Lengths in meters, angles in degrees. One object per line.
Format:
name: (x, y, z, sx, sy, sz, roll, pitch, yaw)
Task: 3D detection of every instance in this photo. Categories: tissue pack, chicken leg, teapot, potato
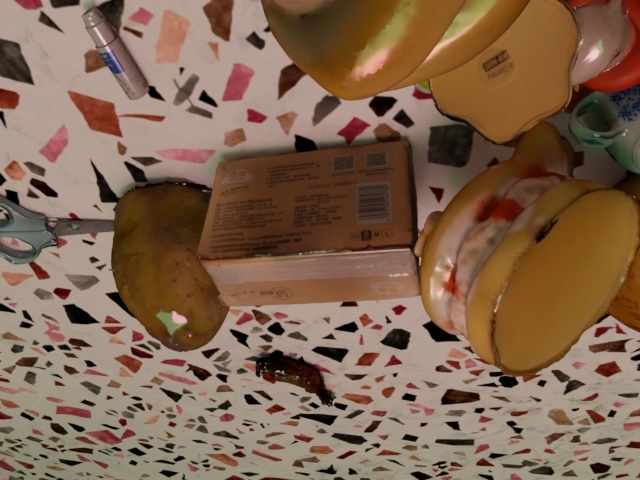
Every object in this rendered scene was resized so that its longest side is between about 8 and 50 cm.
tissue pack: (0.000, 0.000, 0.923, 0.306, 0.238, 0.238, -5, 137, 10)
chicken leg: (-0.044, 0.336, 1.415, 0.253, 0.051, 0.106, 36, 136, -29)
teapot: (0.431, -0.145, 0.753, 0.232, 0.158, 0.158, 6, 138, 1)
potato: (-0.237, 0.056, 0.969, 0.230, 0.266, 0.229, -2, 135, -2)

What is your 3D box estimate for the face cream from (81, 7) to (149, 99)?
face cream: (-0.281, -0.254, 0.808, 0.034, 0.034, 0.130, -9, 136, 16)

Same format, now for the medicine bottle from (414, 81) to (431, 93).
medicine bottle: (0.152, -0.234, 0.764, 0.047, 0.047, 0.083, 25, 136, -19)

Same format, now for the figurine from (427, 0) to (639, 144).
figurine: (0.249, -0.234, 0.639, 0.208, 0.257, 0.180, 36, 137, 26)

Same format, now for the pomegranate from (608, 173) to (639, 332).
pomegranate: (0.510, 0.008, 0.835, 0.265, 0.264, 0.264, 4, 138, 3)

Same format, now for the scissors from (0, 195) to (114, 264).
scissors: (-0.484, -0.021, 1.094, 0.361, 0.029, 0.191, 0, 136, 7)

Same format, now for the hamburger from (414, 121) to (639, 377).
hamburger: (0.259, 0.004, 0.763, 0.261, 0.186, 0.302, 12, 110, -41)

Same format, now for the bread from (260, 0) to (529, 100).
bread: (0.011, -0.328, 0.459, 0.329, 0.245, 0.423, 2, 109, 41)
